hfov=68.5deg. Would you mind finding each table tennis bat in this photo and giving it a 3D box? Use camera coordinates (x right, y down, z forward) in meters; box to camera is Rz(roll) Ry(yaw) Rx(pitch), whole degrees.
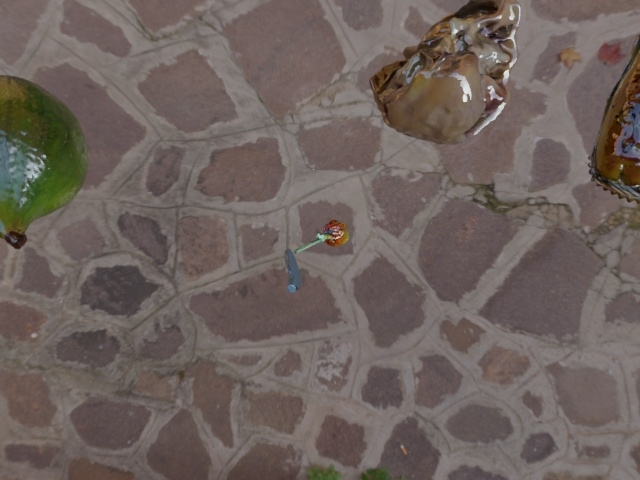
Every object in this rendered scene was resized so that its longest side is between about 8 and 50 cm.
[{"bbox_3d":[-0.066,0.079,1.126,0.019,0.155,0.100,-16,114,5],"label":"table tennis bat"}]

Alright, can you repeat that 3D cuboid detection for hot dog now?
[{"bbox_3d":[0.479,-0.176,0.637,0.163,0.082,0.270,22,100,20],"label":"hot dog"}]

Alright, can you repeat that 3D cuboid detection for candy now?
[{"bbox_3d":[0.000,0.000,0.991,0.061,0.201,0.060,8,106,28],"label":"candy"}]

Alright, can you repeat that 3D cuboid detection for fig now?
[{"bbox_3d":[-0.445,-0.093,0.659,0.203,0.235,0.203,-5,142,-4],"label":"fig"}]

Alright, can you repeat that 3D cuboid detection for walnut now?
[{"bbox_3d":[0.170,-0.213,0.649,0.141,0.204,0.238,50,59,-23],"label":"walnut"}]
